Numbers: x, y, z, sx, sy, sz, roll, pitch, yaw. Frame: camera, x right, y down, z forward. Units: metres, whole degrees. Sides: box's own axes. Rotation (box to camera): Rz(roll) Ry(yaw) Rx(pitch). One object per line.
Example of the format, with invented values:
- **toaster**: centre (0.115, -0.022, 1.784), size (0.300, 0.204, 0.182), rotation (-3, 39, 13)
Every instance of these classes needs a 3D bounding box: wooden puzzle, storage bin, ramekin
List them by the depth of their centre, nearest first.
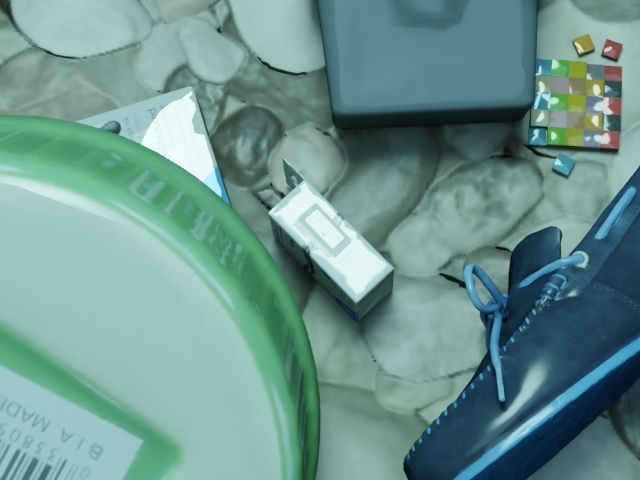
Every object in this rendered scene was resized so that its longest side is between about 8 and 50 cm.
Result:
- **ramekin**: centre (-0.146, 0.095, 0.648), size (0.303, 0.148, 0.303), rotation (0, 93, -4)
- **storage bin**: centre (0.058, -0.109, 0.772), size (0.135, 0.098, 0.091), rotation (-3, 86, 1)
- **wooden puzzle**: centre (0.140, -0.075, 0.799), size (0.049, 0.006, 0.083), rotation (4, 76, 3)

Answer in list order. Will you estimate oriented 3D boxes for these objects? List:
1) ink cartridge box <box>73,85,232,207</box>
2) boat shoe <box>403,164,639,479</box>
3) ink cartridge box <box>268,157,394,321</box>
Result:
- **ink cartridge box**: centre (-0.134, 0.001, 0.761), size (0.180, 0.060, 0.104), rotation (-18, 77, -3)
- **boat shoe**: centre (0.128, 0.035, 0.737), size (0.258, 0.109, 0.089), rotation (-38, 70, -24)
- **ink cartridge box**: centre (0.000, 0.000, 0.763), size (0.028, 0.048, 0.083), rotation (-42, 77, -9)
